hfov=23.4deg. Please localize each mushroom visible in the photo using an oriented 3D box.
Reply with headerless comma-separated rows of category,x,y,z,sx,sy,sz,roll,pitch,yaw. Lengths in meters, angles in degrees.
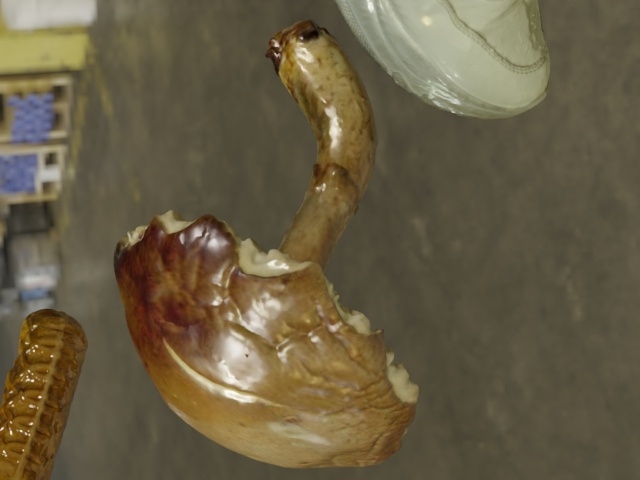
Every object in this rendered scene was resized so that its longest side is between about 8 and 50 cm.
mushroom,-0.009,0.005,1.052,0.302,0.233,0.208,-66,-10,3

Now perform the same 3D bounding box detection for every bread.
bread,-0.208,0.122,1.121,0.044,0.052,0.157,108,175,-61

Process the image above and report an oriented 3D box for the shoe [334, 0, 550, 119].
shoe,0.097,-0.235,1.043,0.210,0.132,0.342,-13,120,43
